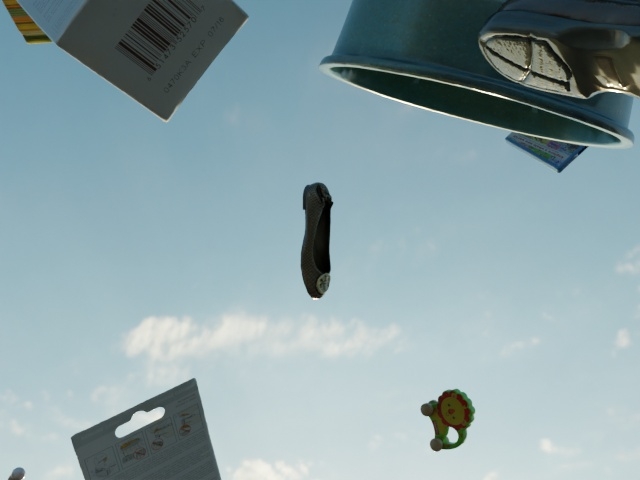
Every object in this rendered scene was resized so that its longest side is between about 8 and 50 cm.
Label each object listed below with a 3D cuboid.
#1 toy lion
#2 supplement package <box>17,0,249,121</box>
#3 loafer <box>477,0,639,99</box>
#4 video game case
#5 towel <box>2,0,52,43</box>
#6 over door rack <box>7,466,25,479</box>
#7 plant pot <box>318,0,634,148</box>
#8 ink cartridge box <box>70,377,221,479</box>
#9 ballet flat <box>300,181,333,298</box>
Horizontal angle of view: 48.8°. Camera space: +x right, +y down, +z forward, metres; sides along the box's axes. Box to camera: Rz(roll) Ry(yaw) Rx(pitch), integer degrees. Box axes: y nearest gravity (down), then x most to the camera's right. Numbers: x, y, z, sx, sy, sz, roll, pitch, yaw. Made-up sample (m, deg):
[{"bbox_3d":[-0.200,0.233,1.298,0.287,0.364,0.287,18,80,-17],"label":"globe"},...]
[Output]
[{"bbox_3d":[0.226,0.309,1.220,0.096,0.100,0.034,-21,-11,39],"label":"toy lion"},{"bbox_3d":[-0.158,-0.189,0.549,0.105,0.179,0.105,-51,-44,6],"label":"supplement package"},{"bbox_3d":[0.232,-0.134,0.464,0.268,0.084,0.096,27,-11,39],"label":"loafer"},{"bbox_3d":[0.408,-0.194,1.169,0.166,0.119,0.015,-41,-41,-7],"label":"video game case"},{"bbox_3d":[-0.340,-0.323,0.825,0.102,0.021,0.237,-4,-28,0],"label":"towel"},{"bbox_3d":[-0.384,0.404,0.851,0.240,0.324,0.108,20,-65,-25],"label":"over door rack"},{"bbox_3d":[0.204,-0.300,0.742,0.341,0.341,0.334,13,-81,-12],"label":"plant pot"},{"bbox_3d":[-0.244,0.324,1.010,0.189,0.066,0.232,-23,-69,-30],"label":"ink cartridge box"},{"bbox_3d":[0.000,0.000,1.498,0.058,0.249,0.084,-2,-4,28],"label":"ballet flat"}]
